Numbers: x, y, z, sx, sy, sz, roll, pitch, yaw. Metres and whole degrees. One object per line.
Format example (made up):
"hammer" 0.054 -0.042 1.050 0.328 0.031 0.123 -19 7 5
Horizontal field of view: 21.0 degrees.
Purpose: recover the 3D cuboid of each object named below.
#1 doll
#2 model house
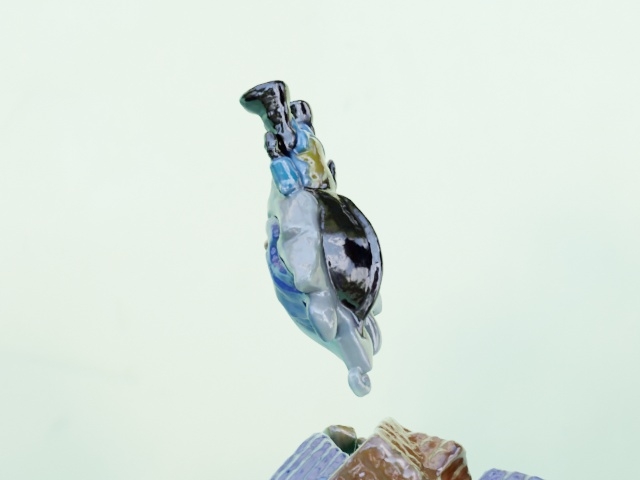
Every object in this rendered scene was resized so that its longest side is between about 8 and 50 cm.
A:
"doll" 0.000 0.000 1.013 0.096 0.070 0.195 25 43 -59
"model house" 0.104 0.269 1.580 0.295 0.329 0.252 44 54 8
